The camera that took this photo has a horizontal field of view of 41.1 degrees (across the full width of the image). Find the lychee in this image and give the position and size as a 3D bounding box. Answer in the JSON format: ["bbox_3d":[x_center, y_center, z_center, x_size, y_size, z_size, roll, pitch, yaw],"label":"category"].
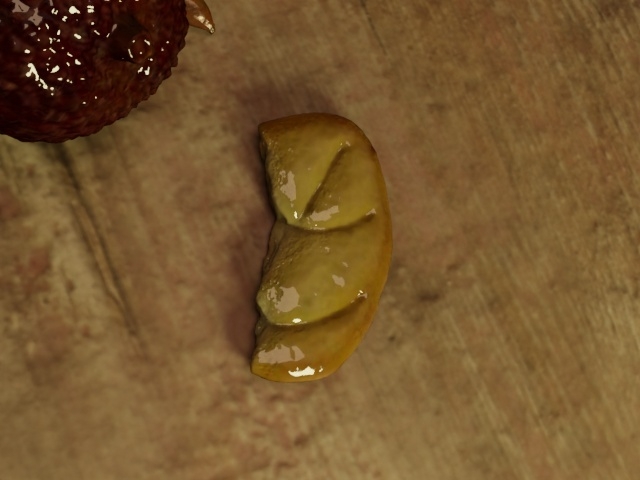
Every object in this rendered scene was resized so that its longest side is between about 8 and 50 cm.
[{"bbox_3d":[-0.244,-0.215,0.762,0.260,0.260,0.261,7,69,-18],"label":"lychee"}]

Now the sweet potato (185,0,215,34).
[{"bbox_3d":[-0.152,-0.259,0.928,0.095,0.034,0.034,34,63,-9],"label":"sweet potato"}]

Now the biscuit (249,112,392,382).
[{"bbox_3d":[0.004,0.002,0.887,0.154,0.045,0.299,8,69,-20],"label":"biscuit"}]
